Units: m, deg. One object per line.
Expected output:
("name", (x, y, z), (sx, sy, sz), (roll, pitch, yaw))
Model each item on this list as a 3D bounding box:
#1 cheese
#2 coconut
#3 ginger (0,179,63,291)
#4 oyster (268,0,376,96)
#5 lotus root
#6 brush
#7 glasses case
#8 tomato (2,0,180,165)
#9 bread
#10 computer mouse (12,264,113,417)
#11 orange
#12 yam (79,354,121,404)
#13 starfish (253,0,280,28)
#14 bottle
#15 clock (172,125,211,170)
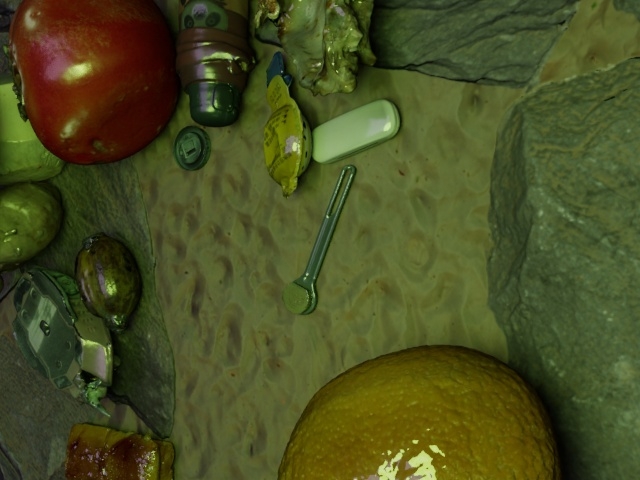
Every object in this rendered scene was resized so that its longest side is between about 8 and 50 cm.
("cheese", (-0.060, -0.192, 1.219), (0.156, 0.064, 0.250), (136, 128, -61))
("coconut", (-0.625, -0.237, 1.518), (0.241, 0.241, 0.241), (0, 90, 33))
("ginger", (-0.656, -0.002, 1.550), (0.304, 0.155, 0.245), (-42, 25, 40))
("oyster", (0.016, -0.364, 1.124), (0.361, 0.096, 0.221), (-113, 30, -46))
("lotus root", (-0.407, 0.081, 1.433), (0.120, 0.120, 0.210), (-24, 78, 31))
("brush", (0.000, 0.000, 1.212), (0.062, 0.027, 0.266), (28, 104, 31))
("glasses case", (0.051, -0.171, 1.170), (0.164, 0.041, 0.063), (-20, 79, 32))
("tomato", (-0.401, -0.304, 1.314), (0.293, 0.289, 0.325), (59, 157, 28))
("bread", (-0.400, 0.429, 1.446), (0.270, 0.077, 0.139), (1, 87, 36))
("computer mouse", (-0.491, 0.193, 1.483), (0.389, 0.114, 0.200), (45, 121, 25))
("orange", (0.123, 0.294, 0.946), (0.356, 0.322, 0.322), (-13, 82, 16))
("yam", (-0.459, 0.285, 1.514), (0.145, 0.032, 0.032), (-44, 67, 24))
("starfish", (-0.080, -0.436, 1.228), (0.150, 0.053, 0.210), (106, 162, -47))
("bottle", (-0.175, -0.331, 1.265), (0.156, 0.143, 0.272), (-9, 81, 59))
("clock", (-0.240, -0.171, 1.378), (0.085, 0.017, 0.085), (0, 89, 33))
